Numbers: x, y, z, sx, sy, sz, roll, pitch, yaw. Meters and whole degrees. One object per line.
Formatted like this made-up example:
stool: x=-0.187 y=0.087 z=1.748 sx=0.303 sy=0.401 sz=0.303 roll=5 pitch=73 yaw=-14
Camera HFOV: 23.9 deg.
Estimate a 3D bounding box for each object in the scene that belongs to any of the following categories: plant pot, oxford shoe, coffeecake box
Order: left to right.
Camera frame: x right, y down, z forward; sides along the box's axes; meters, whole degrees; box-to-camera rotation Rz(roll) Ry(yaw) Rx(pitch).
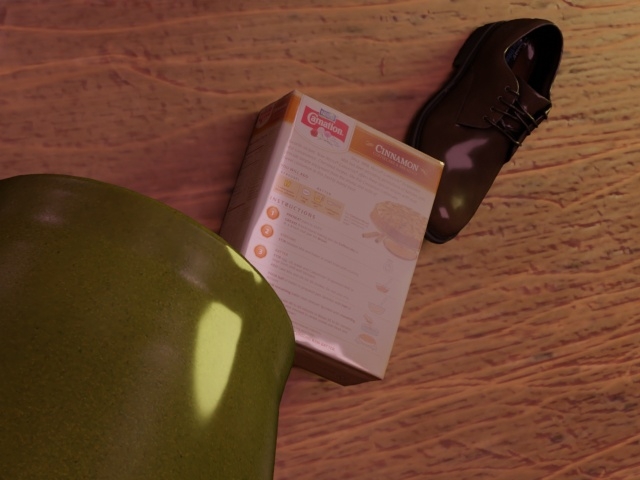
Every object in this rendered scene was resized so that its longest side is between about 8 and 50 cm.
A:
plant pot: x=-0.181 y=0.161 z=0.895 sx=0.366 sy=0.366 sz=0.353 roll=39 pitch=53 yaw=-24
coffeecake box: x=0.000 y=0.000 z=1.172 sx=0.142 sy=0.068 sz=0.185 roll=25 pitch=71 yaw=-21
oxford shoe: x=0.140 y=-0.100 z=1.273 sx=0.083 sy=0.096 sz=0.227 roll=35 pitch=67 yaw=-27
